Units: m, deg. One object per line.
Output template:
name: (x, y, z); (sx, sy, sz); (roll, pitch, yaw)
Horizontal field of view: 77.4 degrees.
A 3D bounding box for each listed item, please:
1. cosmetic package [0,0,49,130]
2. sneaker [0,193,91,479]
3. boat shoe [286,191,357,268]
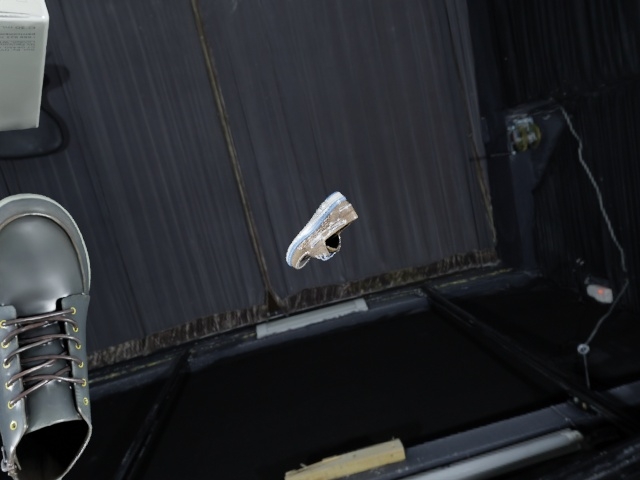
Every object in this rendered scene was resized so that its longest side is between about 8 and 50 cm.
cosmetic package: (-0.374, -0.231, 0.412); (0.113, 0.160, 0.310); (-20, -173, -37)
sneaker: (-0.223, 0.079, 0.329); (0.083, 0.221, 0.118); (-7, -159, -40)
boat shoe: (0.000, 0.000, 0.717); (0.066, 0.066, 0.183); (-29, 160, -48)
